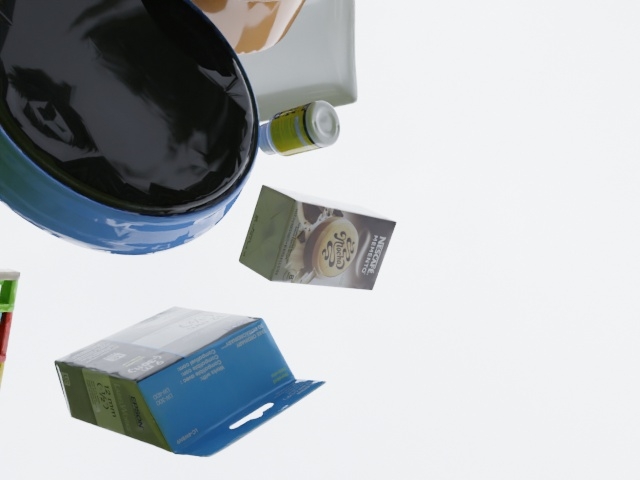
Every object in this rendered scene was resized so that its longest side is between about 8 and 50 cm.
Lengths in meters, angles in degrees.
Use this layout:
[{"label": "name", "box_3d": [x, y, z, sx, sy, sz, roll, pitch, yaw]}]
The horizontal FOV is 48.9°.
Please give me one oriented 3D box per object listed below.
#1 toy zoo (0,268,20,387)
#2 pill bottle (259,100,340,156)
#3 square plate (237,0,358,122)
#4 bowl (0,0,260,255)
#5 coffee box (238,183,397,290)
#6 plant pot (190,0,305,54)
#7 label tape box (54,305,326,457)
[{"label": "toy zoo", "box_3d": [-0.591, 0.189, 1.119, 0.030, 0.192, 0.293, 13, -85, 29]}, {"label": "pill bottle", "box_3d": [-0.035, -0.153, 0.988, 0.116, 0.065, 0.065, -8, -97, 42]}, {"label": "square plate", "box_3d": [-0.101, -0.351, 1.375, 0.344, 0.347, 0.049, -11, -115, -1]}, {"label": "bowl", "box_3d": [-0.242, -0.177, 0.845, 0.077, 0.391, 0.390, -32, -108, 44]}, {"label": "coffee box", "box_3d": [0.000, 0.000, 1.454, 0.119, 0.297, 0.168, 27, -76, 44]}, {"label": "plant pot", "box_3d": [-0.124, -0.413, 1.030, 0.290, 0.291, 0.203, 54, -28, 20]}, {"label": "label tape box", "box_3d": [-0.204, 0.202, 1.085, 0.348, 0.249, 0.115, -1, -75, 43]}]
